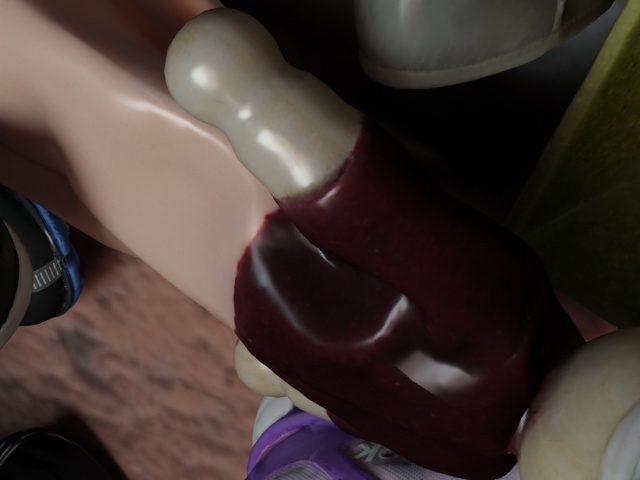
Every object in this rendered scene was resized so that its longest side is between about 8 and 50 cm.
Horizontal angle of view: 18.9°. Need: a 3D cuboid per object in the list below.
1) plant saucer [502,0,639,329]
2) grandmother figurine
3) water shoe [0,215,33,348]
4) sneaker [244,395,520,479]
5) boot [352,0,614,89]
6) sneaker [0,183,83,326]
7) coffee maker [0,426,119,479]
[{"bbox_3d":[0.166,-0.022,0.499,0.188,0.045,0.188,33,132,9],"label":"plant saucer"},{"bbox_3d":[0.000,0.000,0.536,0.342,0.104,0.208,34,173,19],"label":"grandmother figurine"},{"bbox_3d":[-0.169,-0.037,0.550,0.203,0.073,0.080,29,162,12],"label":"water shoe"},{"bbox_3d":[0.063,0.100,0.606,0.236,0.104,0.095,-1,117,31],"label":"sneaker"},{"bbox_3d":[0.023,-0.132,0.432,0.076,0.189,0.208,37,131,32],"label":"boot"},{"bbox_3d":[-0.165,0.012,0.708,0.188,0.078,0.067,1,120,31],"label":"sneaker"},{"bbox_3d":[-0.168,0.168,0.753,0.120,0.171,0.178,31,143,-33],"label":"coffee maker"}]
